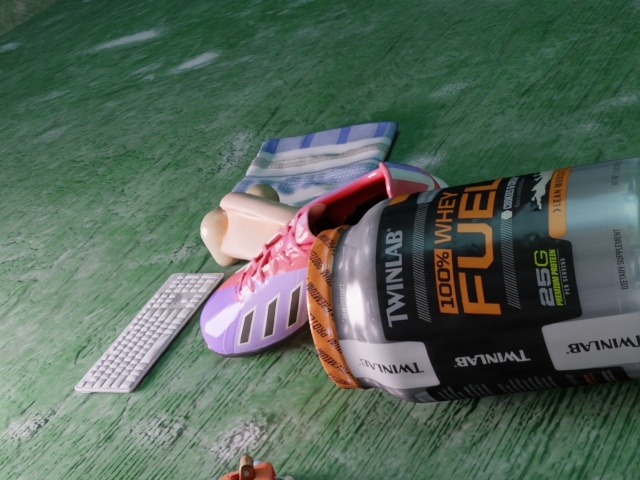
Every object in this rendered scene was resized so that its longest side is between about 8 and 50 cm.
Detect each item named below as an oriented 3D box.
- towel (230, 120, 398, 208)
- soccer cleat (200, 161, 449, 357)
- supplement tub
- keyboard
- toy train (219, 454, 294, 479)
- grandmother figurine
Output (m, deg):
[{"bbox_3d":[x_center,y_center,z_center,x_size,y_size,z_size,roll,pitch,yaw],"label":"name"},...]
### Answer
[{"bbox_3d":[-0.018,-0.089,1.907,0.209,0.034,0.285,-9,24,20],"label":"towel"},{"bbox_3d":[-0.016,0.016,1.450,0.318,0.116,0.108,-30,58,24],"label":"soccer cleat"},{"bbox_3d":[0.159,0.042,1.271,0.316,0.193,0.193,-10,24,21],"label":"supplement tub"},{"bbox_3d":[-0.191,0.101,1.627,0.072,0.014,0.256,-7,26,26],"label":"keyboard"},{"bbox_3d":[-0.089,0.235,1.204,0.125,0.046,0.166,-15,23,9],"label":"toy train"},{"bbox_3d":[0.000,0.000,1.612,0.208,0.104,0.342,-42,29,-28],"label":"grandmother figurine"}]
